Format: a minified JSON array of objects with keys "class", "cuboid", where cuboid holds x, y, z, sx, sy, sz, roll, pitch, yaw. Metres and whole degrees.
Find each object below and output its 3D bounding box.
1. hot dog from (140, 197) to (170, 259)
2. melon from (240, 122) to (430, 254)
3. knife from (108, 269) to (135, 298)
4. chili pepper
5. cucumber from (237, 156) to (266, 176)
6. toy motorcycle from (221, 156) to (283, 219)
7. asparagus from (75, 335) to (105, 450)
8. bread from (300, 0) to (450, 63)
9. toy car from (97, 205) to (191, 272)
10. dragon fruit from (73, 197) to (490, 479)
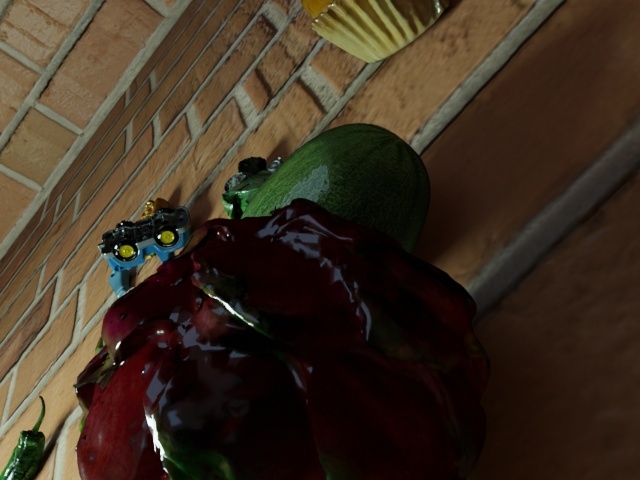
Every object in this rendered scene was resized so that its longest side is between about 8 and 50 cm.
[{"class":"hot dog","cuboid":[-0.381,-0.033,1.363,0.072,0.055,0.188,-41,35,27]},{"class":"melon","cuboid":[0.000,0.000,0.680,0.288,0.182,0.182,-47,32,13]},{"class":"knife","cuboid":[-0.418,0.122,1.304,0.058,0.032,0.244,-47,36,-1]},{"class":"chili pepper","cuboid":[-0.614,0.461,1.219,0.279,0.065,0.122,-55,34,11]},{"class":"cucumber","cuboid":[-0.119,-0.069,1.036,0.215,0.052,0.058,-96,27,-46]},{"class":"toy motorcycle","cuboid":[-0.087,-0.068,0.938,0.190,0.074,0.106,7,53,33]},{"class":"asparagus","cuboid":[-0.373,0.238,1.083,0.080,0.080,0.287,-30,48,37]},{"class":"bread","cuboid":[0.078,-0.458,0.997,0.236,0.183,0.389,-36,36,26]},{"class":"toy car","cuboid":[-0.346,0.008,1.224,0.191,0.100,0.097,-20,33,-6]},{"class":"dragon fruit","cuboid":[-0.023,0.124,0.471,0.329,0.329,0.329,-35,37,31]}]
